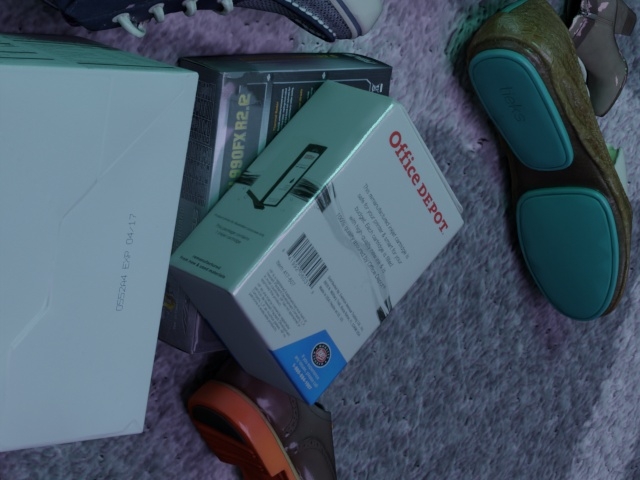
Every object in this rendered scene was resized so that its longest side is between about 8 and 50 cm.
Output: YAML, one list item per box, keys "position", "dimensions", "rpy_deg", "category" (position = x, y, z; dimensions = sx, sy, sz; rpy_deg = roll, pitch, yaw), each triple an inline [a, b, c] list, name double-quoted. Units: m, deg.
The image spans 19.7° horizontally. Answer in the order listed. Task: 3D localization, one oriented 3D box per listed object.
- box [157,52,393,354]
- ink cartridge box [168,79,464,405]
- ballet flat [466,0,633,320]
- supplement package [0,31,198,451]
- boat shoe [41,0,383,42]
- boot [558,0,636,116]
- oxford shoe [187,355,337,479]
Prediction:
- position: [-0.038, -0.033, 1.478]
  dimensions: [0.183, 0.056, 0.231]
  rpy_deg: [-7, 111, -41]
  category: "box"
- position: [0.000, 0.000, 1.424]
  dimensions: [0.203, 0.086, 0.148]
  rpy_deg: [-49, 134, -19]
  category: "ink cartridge box"
- position: [0.225, -0.083, 1.696]
  dimensions: [0.124, 0.116, 0.342]
  rpy_deg: [-59, 135, -38]
  category: "ballet flat"
- position: [-0.222, -0.004, 1.246]
  dimensions: [0.204, 0.145, 0.261]
  rpy_deg: [-2, 107, -44]
  category: "supplement package"
- position: [-0.108, -0.199, 1.314]
  dimensions: [0.340, 0.127, 0.158]
  rpy_deg: [35, 87, -38]
  category: "boat shoe"
- position: [0.250, -0.180, 1.719]
  dimensions: [0.087, 0.042, 0.118]
  rpy_deg: [10, 98, -39]
  category: "boot"
- position: [-0.011, 0.195, 1.569]
  dimensions: [0.098, 0.097, 0.271]
  rpy_deg: [-50, 134, -27]
  category: "oxford shoe"
